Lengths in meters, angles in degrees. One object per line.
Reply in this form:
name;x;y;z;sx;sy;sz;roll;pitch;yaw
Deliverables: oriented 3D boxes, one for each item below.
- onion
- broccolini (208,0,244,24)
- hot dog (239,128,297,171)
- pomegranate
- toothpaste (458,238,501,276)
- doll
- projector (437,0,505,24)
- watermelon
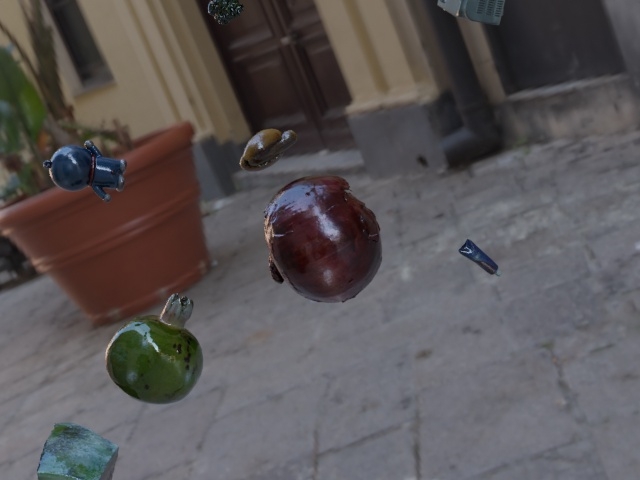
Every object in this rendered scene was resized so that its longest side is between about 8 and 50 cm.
onion;0.000;0.000;2.147;0.276;0.276;0.276;-21;13;5
broccolini;-0.090;-0.362;1.215;0.044;0.218;0.042;29;21;30
hot dog;-0.114;-0.199;2.253;0.060;0.090;0.140;32;44;27
pomegranate;-0.293;0.196;1.886;0.180;0.180;0.210;-117;51;-77
toothpaste;0.250;0.030;1.598;0.027;0.083;0.019;-54;18;-6
doll;-0.443;-0.133;1.932;0.152;0.114;0.085;6;-5;-20
projector;0.342;-0.583;2.228;0.108;0.198;0.250;8;18;-9
watermelon;-0.464;0.485;1.949;0.139;0.257;0.193;10;25;1
